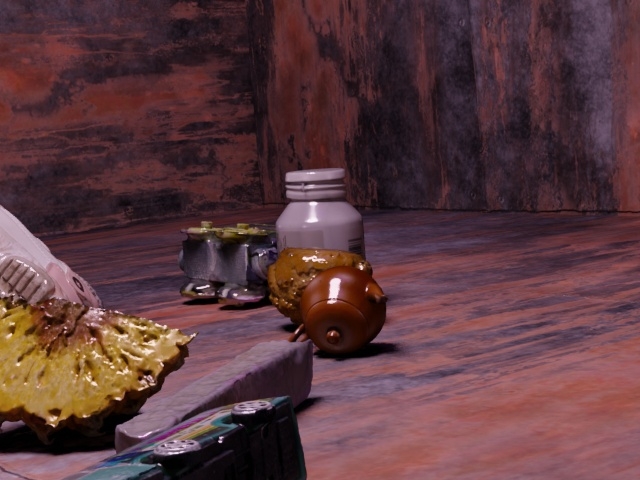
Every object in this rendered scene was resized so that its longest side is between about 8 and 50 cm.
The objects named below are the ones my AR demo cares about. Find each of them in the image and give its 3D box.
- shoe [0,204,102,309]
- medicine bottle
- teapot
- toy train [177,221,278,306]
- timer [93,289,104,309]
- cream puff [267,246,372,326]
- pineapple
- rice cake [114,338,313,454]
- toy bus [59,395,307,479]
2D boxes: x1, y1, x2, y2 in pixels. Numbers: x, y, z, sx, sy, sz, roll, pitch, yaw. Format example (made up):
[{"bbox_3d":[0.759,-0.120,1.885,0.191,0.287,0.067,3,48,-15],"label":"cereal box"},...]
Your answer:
[{"bbox_3d":[-0.446,0.044,1.767,0.172,0.351,0.198,-44,-13,5],"label":"shoe"},{"bbox_3d":[0.000,0.000,2.024,0.135,0.215,0.135,-4,5,0],"label":"medicine bottle"},{"bbox_3d":[0.021,0.098,1.668,0.173,0.116,0.116,-31,-8,28],"label":"teapot"},{"bbox_3d":[-0.125,0.038,2.197,0.177,0.134,0.261,2,2,-37],"label":"toy train"},{"bbox_3d":[-0.417,0.115,1.945,0.191,0.069,0.208,-7,7,-4],"label":"timer"},{"bbox_3d":[-0.002,0.067,1.871,0.150,0.115,0.165,3,-3,7],"label":"cream puff"},{"bbox_3d":[-0.255,0.158,1.359,0.250,0.140,0.164,11,-33,8],"label":"pineapple"},{"bbox_3d":[-0.092,0.160,1.257,0.064,0.070,0.399,-4,5,18],"label":"rice cake"},{"bbox_3d":[-0.101,0.181,0.985,0.109,0.091,0.262,-9,2,25],"label":"toy bus"}]
